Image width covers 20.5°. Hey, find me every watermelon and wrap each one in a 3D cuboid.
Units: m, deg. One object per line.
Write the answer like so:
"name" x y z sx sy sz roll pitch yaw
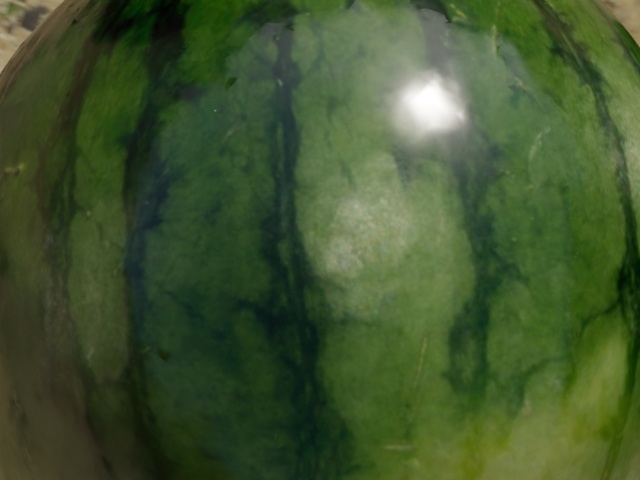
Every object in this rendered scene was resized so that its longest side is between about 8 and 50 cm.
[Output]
"watermelon" 0.000 0.000 0.434 0.188 0.188 0.215 -6 91 -20
